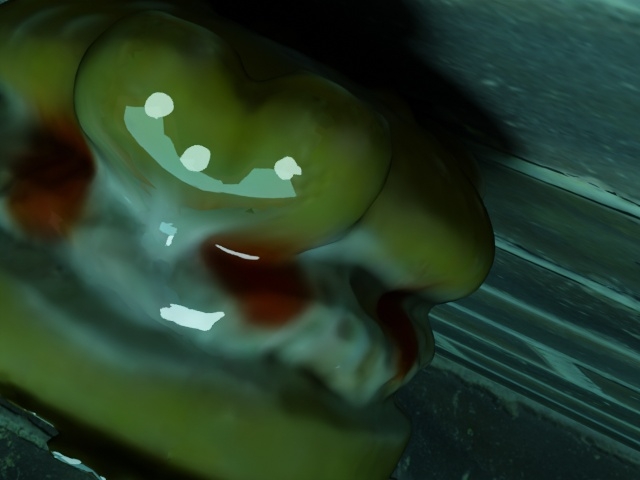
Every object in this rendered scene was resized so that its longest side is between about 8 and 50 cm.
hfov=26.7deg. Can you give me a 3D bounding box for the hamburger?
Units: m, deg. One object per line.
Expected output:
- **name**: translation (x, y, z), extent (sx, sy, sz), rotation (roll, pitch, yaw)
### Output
- **hamburger**: translation (-0.055, -0.011, 0.577), extent (0.261, 0.186, 0.302), rotation (28, -175, 9)
